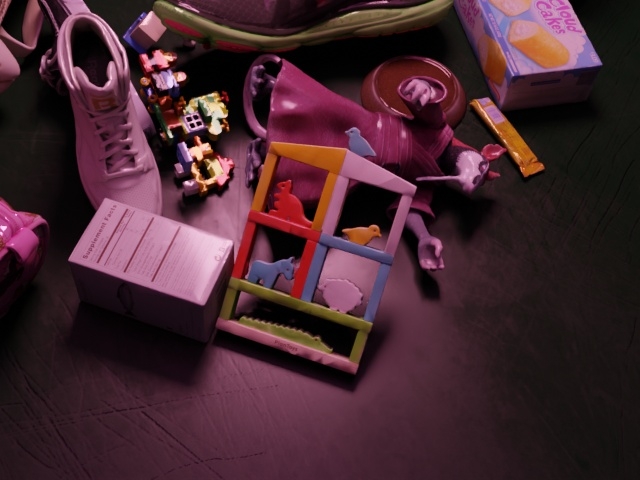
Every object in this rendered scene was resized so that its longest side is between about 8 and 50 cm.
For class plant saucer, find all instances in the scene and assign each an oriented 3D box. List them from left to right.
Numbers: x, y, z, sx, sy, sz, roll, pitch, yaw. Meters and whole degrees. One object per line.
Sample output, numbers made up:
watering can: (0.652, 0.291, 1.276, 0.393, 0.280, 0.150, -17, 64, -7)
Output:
plant saucer: (0.147, -0.231, 1.425, 0.168, 0.029, 0.169, 3, 56, -4)

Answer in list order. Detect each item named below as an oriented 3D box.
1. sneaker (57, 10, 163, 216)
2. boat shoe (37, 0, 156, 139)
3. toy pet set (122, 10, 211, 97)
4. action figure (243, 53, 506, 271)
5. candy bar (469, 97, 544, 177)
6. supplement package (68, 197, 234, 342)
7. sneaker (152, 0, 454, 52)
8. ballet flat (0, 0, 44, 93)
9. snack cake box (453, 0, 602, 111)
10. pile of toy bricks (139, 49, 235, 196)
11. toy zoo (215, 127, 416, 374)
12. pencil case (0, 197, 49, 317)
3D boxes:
sneaker: (-0.280, -0.147, 1.193, 0.108, 0.169, 0.293, -17, 86, -8)
boat shoe: (-0.358, -0.254, 1.345, 0.105, 0.113, 0.306, -29, 79, -15)
toy pet set: (-0.249, -0.289, 1.420, 0.114, 0.065, 0.122, 41, 59, -20)
action figure: (0.076, -0.116, 1.290, 0.370, 0.248, 0.276, 6, 15, -14)
candy bar: (0.281, -0.162, 1.397, 0.040, 0.018, 0.161, -20, 60, -21)
supplement package: (-0.210, 0.039, 1.167, 0.179, 0.105, 0.105, 18, 58, 7)
sneaker: (-0.027, -0.397, 1.391, 0.482, 0.202, 0.185, -14, 16, -23)
ballet flat: (-0.490, -0.323, 1.331, 0.164, 0.182, 0.483, -17, 43, 26)
snack cake box: (0.324, -0.339, 1.476, 0.152, 0.089, 0.264, -9, 58, -10)
pile of toy bricks: (-0.177, -0.180, 1.305, 0.105, 0.118, 0.212, -19, 69, -20)
toy zoo: (0.000, 0.000, 1.154, 0.192, 0.030, 0.293, 17, 95, 6)
pencil case: (-0.521, -0.048, 1.133, 0.386, 0.167, 0.160, 32, 78, 4)
